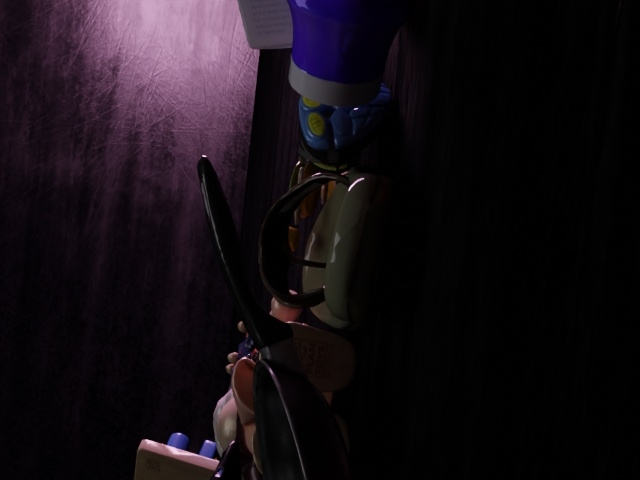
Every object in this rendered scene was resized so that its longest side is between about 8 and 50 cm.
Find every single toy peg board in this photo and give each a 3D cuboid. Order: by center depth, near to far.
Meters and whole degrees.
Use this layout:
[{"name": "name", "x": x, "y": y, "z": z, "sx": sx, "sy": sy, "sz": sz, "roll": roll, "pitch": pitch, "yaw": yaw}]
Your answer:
[{"name": "toy peg board", "x": -0.102, "y": 0.256, "z": 1.487, "sx": 0.079, "sy": 0.161, "sz": 0.160, "roll": -69, "pitch": -7, "yaw": -48}]

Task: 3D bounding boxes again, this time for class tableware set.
[{"name": "tableware set", "x": -0.008, "y": -0.025, "z": 1.202, "sx": 0.154, "sy": 0.024, "sz": 0.104, "roll": -36, "pitch": -45, "yaw": -68}]

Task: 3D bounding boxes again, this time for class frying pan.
[{"name": "frying pan", "x": -0.027, "y": 0.121, "z": 1.014, "sx": 0.197, "sy": 0.053, "sz": 0.326, "roll": 97, "pitch": 160, "yaw": -56}]

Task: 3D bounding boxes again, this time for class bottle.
[{"name": "bottle", "x": 0.030, "y": -0.225, "z": 0.961, "sx": 0.118, "sy": 0.092, "sz": 0.283, "roll": -90, "pitch": 8, "yaw": -58}]

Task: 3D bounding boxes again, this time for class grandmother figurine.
[{"name": "grandmother figurine", "x": -0.042, "y": 0.147, "z": 1.265, "sx": 0.342, "sy": 0.104, "sz": 0.208, "roll": 126, "pitch": 158, "yaw": -73}]

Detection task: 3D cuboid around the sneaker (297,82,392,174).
[{"name": "sneaker", "x": 0.017, "y": -0.083, "z": 1.098, "sx": 0.188, "sy": 0.067, "sz": 0.078, "roll": -82, "pitch": -2, "yaw": -76}]

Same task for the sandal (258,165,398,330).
[{"name": "sandal", "x": 0.000, "y": -0.002, "z": 1.020, "sx": 0.303, "sy": 0.086, "sz": 0.120, "roll": 109, "pitch": 168, "yaw": -85}]

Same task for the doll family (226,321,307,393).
[{"name": "doll family", "x": -0.060, "y": 0.141, "z": 1.548, "sx": 0.193, "sy": 0.076, "sz": 0.111, "roll": 107, "pitch": 173, "yaw": -46}]

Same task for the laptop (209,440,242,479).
[{"name": "laptop", "x": -0.042, "y": 0.332, "z": 1.103, "sx": 0.264, "sy": 0.137, "sz": 0.234, "roll": -64, "pitch": -22, "yaw": -51}]

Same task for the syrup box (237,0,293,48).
[{"name": "syrup box", "x": -0.023, "y": -0.267, "z": 1.066, "sx": 0.093, "sy": 0.096, "sz": 0.237, "roll": -67, "pitch": -31, "yaw": -57}]
